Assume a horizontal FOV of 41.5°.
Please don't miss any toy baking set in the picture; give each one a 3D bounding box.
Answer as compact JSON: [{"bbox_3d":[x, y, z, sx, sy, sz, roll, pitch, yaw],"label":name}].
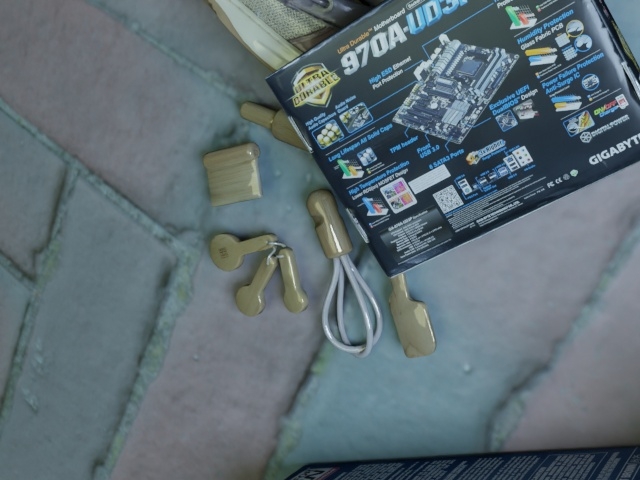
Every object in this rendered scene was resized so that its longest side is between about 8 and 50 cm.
[{"bbox_3d":[0.000,-0.007,0.724,0.256,0.030,0.197,20,113,29],"label":"toy baking set"}]

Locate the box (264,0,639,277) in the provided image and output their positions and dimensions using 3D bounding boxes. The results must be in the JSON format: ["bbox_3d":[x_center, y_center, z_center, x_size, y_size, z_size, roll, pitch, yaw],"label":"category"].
[{"bbox_3d":[0.097,-0.094,0.582,0.220,0.051,0.175,-28,101,27],"label":"box"}]

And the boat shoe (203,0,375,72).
[{"bbox_3d":[-0.069,-0.237,0.678,0.285,0.103,0.092,46,116,12],"label":"boat shoe"}]

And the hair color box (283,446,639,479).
[{"bbox_3d":[0.119,0.266,0.657,0.347,0.105,0.174,-14,92,35],"label":"hair color box"}]
